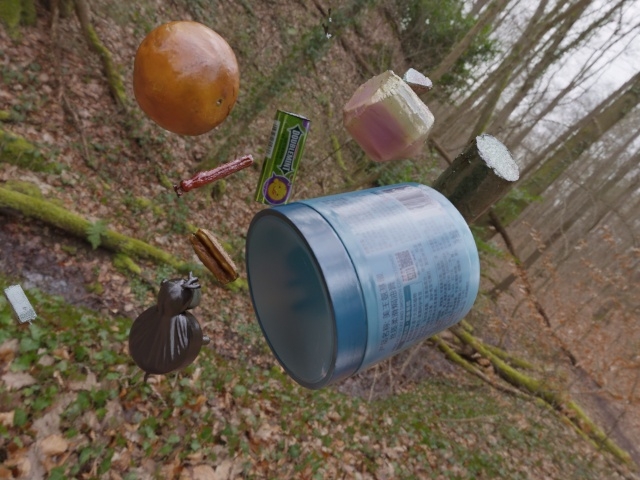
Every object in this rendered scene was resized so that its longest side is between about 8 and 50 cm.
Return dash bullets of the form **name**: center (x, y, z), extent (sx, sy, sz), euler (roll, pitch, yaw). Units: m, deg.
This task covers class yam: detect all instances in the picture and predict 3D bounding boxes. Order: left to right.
- **yam**: center (0.390, -0.132, 1.195), extent (0.168, 0.304, 0.168), euler (19, 43, -19)

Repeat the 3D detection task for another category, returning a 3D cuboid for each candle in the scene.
- **candle**: center (-0.377, -0.243, 1.560), extent (0.329, 0.051, 0.048), euler (-31, 57, -30)

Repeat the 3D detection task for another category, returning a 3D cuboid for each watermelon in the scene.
- **watermelon**: center (0.285, -0.482, 1.349), extent (0.094, 0.081, 0.180), euler (32, 5, -13)

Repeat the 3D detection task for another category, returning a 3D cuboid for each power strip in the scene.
- **power strip**: center (-0.921, 0.201, 1.327), extent (0.136, 0.019, 0.051), euler (62, 29, -4)

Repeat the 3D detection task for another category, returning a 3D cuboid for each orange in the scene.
- **orange**: center (-0.340, -0.411, 1.117), extent (0.226, 0.284, 0.284), euler (32, 15, 15)

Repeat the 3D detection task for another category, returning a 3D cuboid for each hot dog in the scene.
- **hot dog**: center (-0.430, 0.068, 1.748), extent (0.269, 0.115, 0.072), euler (60, 6, -22)

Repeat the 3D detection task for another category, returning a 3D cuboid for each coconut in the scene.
- **coconut**: center (0.203, -0.339, 1.238), extent (0.245, 0.233, 0.233), euler (44, 12, -26)

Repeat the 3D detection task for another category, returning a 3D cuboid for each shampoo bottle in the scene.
- **shampoo bottle**: center (0.076, 0.067, 0.845), extent (0.342, 0.331, 0.331), euler (-15, 47, -30)

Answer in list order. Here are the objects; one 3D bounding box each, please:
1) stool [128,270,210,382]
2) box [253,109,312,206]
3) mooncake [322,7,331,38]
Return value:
- **stool**: center (-0.278, 0.161, 0.825), extent (0.125, 0.217, 0.121), euler (15, -4, 16)
- **box**: center (-0.140, -0.299, 1.600), extent (0.134, 0.346, 0.097), euler (12, 14, -24)
- **mooncake**: center (-0.066, -0.726, 1.186), extent (0.347, 0.057, 0.150), euler (55, 28, -10)
